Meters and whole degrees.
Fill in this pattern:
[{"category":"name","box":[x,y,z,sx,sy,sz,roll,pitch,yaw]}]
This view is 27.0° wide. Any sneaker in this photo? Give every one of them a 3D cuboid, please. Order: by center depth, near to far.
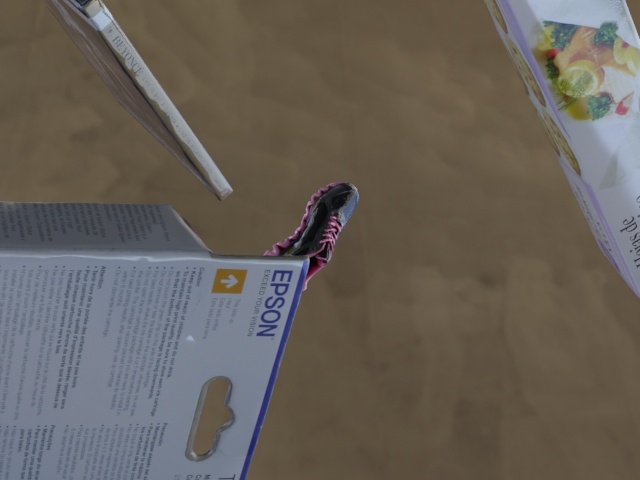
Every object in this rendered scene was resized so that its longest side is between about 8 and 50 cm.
[{"category":"sneaker","box":[0.000,0.000,1.227,0.119,0.047,0.057,-52,-143,-3]}]

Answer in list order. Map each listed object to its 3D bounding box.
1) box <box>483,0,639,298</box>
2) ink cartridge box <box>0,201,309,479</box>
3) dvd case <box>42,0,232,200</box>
[{"category":"box","box":[0.170,-0.081,0.818,0.063,0.324,0.067,-32,-133,4]},{"category":"ink cartridge box","box":[-0.204,0.115,0.989,0.330,0.324,0.071,1,-142,-22]},{"category":"dvd case","box":[-0.155,-0.136,0.985,0.018,0.221,0.164,-42,-130,-7]}]
